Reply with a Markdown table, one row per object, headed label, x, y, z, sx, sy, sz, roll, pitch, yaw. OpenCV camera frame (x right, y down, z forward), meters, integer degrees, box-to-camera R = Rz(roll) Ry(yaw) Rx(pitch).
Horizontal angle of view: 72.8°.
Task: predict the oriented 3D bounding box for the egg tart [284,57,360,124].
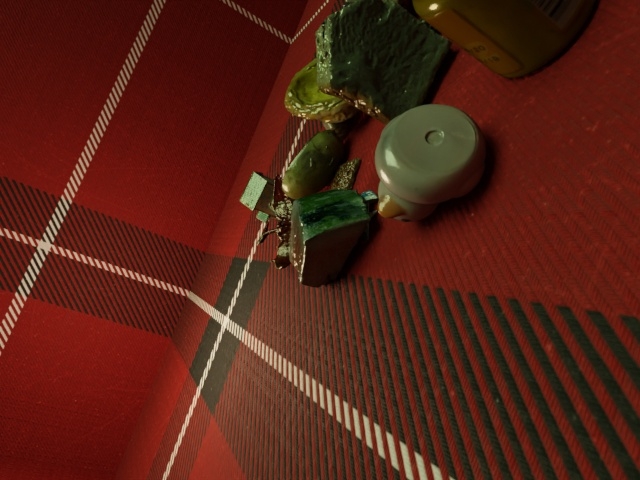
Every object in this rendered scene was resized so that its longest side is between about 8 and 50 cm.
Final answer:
| label | x | y | z | sx | sy | sz | roll | pitch | yaw |
| --- | --- | --- | --- | --- | --- | --- | --- | --- | --- |
| egg tart | 0.043 | -0.514 | 1.486 | 0.346 | 0.132 | 0.345 | -12 | 55 | 17 |

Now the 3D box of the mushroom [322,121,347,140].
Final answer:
| label | x | y | z | sx | sy | sz | roll | pitch | yaw |
| --- | --- | --- | --- | --- | --- | --- | --- | --- | --- |
| mushroom | 0.055 | -0.439 | 1.573 | 0.097 | 0.088 | 0.212 | -17 | 51 | 19 |

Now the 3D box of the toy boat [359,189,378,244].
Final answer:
| label | x | y | z | sx | sy | sz | roll | pitch | yaw |
| --- | --- | --- | --- | --- | --- | --- | --- | --- | --- |
| toy boat | 0.116 | -0.062 | 1.168 | 0.105 | 0.034 | 0.149 | 5 | 85 | 63 |

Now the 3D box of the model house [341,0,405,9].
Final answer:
| label | x | y | z | sx | sy | sz | roll | pitch | yaw |
| --- | --- | --- | --- | --- | --- | --- | --- | --- | --- |
| model house | 0.204 | -0.812 | 1.472 | 0.312 | 0.246 | 0.279 | -55 | -27 | -62 |

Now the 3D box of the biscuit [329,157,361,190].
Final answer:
| label | x | y | z | sx | sy | sz | roll | pitch | yaw |
| --- | --- | --- | --- | --- | --- | --- | --- | --- | --- |
| biscuit | 0.057 | -0.147 | 1.366 | 0.131 | 0.025 | 0.230 | -12 | 57 | 63 |

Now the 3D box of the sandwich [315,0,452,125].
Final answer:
| label | x | y | z | sx | sy | sz | roll | pitch | yaw |
| --- | --- | --- | --- | --- | --- | --- | --- | --- | --- |
| sandwich | 0.139 | -0.463 | 1.107 | 0.262 | 0.326 | 0.131 | -63 | 13 | 10 |

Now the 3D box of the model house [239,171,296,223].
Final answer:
| label | x | y | z | sx | sy | sz | roll | pitch | yaw |
| --- | --- | --- | --- | --- | --- | --- | --- | --- | --- |
| model house | -0.205 | -0.164 | 1.710 | 0.178 | 0.207 | 0.271 | -59 | 25 | 15 |

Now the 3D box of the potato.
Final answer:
| label | x | y | z | sx | sy | sz | roll | pitch | yaw |
| --- | --- | --- | --- | --- | --- | --- | --- | --- | --- |
| potato | -0.008 | -0.238 | 1.454 | 0.111 | 0.160 | 0.271 | 43 | 95 | 21 |

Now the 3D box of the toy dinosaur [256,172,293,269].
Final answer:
| label | x | y | z | sx | sy | sz | roll | pitch | yaw |
| --- | --- | --- | --- | --- | --- | --- | --- | --- | --- |
| toy dinosaur | -0.137 | -0.063 | 1.524 | 0.207 | 0.113 | 0.327 | 15 | 80 | 28 |

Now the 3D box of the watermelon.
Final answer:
| label | x | y | z | sx | sy | sz | roll | pitch | yaw |
| --- | --- | --- | --- | --- | --- | --- | --- | --- | --- |
| watermelon | -0.011 | -0.010 | 1.176 | 0.264 | 0.151 | 0.301 | -119 | 48 | -62 |

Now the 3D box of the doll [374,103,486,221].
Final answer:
| label | x | y | z | sx | sy | sz | roll | pitch | yaw |
| --- | --- | --- | --- | --- | --- | --- | --- | --- | --- |
| doll | 0.209 | -0.142 | 0.879 | 0.251 | 0.221 | 0.221 | -47 | 20 | -13 |

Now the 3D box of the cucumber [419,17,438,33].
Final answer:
| label | x | y | z | sx | sy | sz | roll | pitch | yaw |
| --- | --- | --- | --- | --- | --- | --- | --- | --- | --- |
| cucumber | 0.316 | -0.640 | 1.232 | 0.068 | 0.068 | 0.293 | -15 | 57 | 61 |

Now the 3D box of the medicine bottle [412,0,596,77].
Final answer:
| label | x | y | z | sx | sy | sz | roll | pitch | yaw |
| --- | --- | --- | --- | --- | --- | --- | --- | --- | --- |
| medicine bottle | 0.272 | -0.478 | 0.766 | 0.224 | 0.385 | 0.224 | -47 | 30 | 39 |
